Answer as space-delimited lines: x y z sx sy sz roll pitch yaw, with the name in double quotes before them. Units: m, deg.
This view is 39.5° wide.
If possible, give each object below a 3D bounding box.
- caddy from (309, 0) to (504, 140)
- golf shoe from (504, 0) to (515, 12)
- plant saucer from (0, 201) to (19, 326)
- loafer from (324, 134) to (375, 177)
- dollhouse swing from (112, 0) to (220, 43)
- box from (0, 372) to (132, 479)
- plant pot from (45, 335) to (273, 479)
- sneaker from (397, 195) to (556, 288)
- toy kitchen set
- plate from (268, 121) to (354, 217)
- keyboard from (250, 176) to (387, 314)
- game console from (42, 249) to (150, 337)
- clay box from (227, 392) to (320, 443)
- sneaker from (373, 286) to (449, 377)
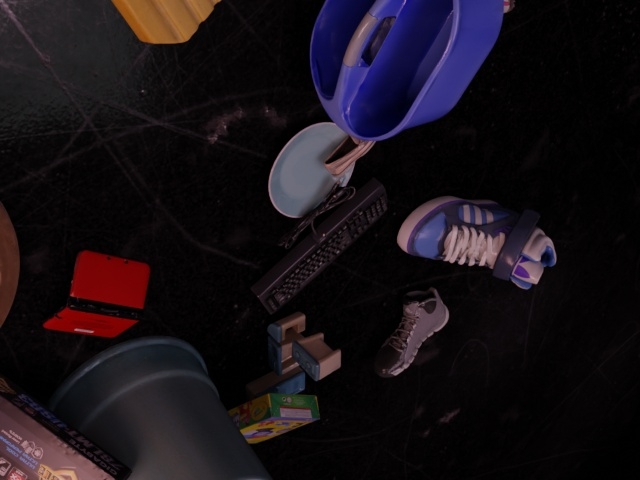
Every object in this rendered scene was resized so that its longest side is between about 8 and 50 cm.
"caddy" 0.112 -0.313 1.356 0.179 0.241 0.341 -18 149 -41
"golf shoe" 0.288 -0.461 1.570 0.086 0.067 0.186 -22 148 16
"plant saucer" -0.487 0.046 1.158 0.278 0.041 0.278 9 90 -67
"loafer" 0.056 -0.166 1.558 0.125 0.045 0.039 -50 135 4
"dollhouse swing" -0.119 -0.417 0.995 0.305 0.315 0.347 48 65 -33
"box" -0.490 0.390 1.362 0.293 0.295 0.073 -54 180 5
"plant pot" -0.258 0.396 1.523 0.341 0.334 0.341 -25 134 -28
"sneaker" 0.346 0.013 1.847 0.323 0.236 0.130 -8 125 -39
"toy kitchen set" -0.055 0.269 1.737 0.122 0.166 0.207 -23 133 -28
"plate" -0.018 -0.127 1.573 0.188 0.024 0.188 -23 133 -28
"keyboard" 0.000 0.000 1.660 0.317 0.033 0.201 -43 149 -8
"game console" -0.360 0.089 1.437 0.124 0.085 0.144 -33 149 31
"clay box" -0.123 0.354 1.740 0.127 0.053 0.222 12 147 -43
"sneaker" 0.185 0.187 1.970 0.229 0.086 0.132 -45 136 -21
